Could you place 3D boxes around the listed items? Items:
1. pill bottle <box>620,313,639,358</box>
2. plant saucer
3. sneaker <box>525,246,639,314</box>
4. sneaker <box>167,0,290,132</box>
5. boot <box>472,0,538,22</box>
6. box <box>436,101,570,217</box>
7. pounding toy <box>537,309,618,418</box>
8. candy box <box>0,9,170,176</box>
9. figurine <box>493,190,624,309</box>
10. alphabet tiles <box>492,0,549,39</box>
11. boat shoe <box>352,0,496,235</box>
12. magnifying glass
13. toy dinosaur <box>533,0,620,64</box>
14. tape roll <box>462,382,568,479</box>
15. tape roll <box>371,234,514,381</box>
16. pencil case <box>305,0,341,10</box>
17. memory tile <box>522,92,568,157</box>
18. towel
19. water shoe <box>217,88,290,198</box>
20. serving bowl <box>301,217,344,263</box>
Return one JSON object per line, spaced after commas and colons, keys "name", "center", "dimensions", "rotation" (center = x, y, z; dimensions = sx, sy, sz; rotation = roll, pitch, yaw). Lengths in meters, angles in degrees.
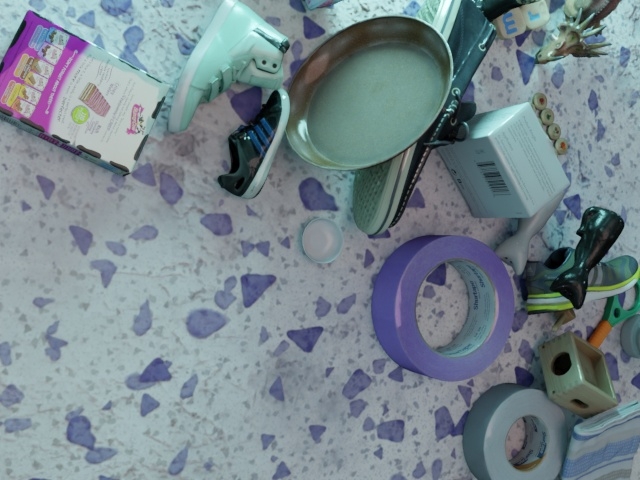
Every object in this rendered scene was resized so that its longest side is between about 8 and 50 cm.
{"name": "pill bottle", "center": [0.772, 0.221, 1.613], "dimensions": [0.121, 0.221, 0.121], "rotation": [0, 90, -26]}
{"name": "plant saucer", "center": [0.082, -0.244, 1.264], "dimensions": [0.050, 0.310, 0.311], "rotation": [41, 71, -52]}
{"name": "sneaker", "center": [0.555, 0.066, 1.575], "dimensions": [0.299, 0.111, 0.121], "rotation": [-14, 92, -27]}
{"name": "sneaker", "center": [-0.144, -0.265, 1.230], "dimensions": [0.151, 0.094, 0.256], "rotation": [28, 76, -10]}
{"name": "boot", "center": [0.393, -0.515, 1.425], "dimensions": [0.085, 0.178, 0.236], "rotation": [41, 75, -20]}
{"name": "box", "center": [0.345, -0.148, 1.428], "dimensions": [0.119, 0.182, 0.181], "rotation": [-36, 105, -19]}
{"name": "pounding toy", "center": [0.506, 0.239, 1.552], "dimensions": [0.181, 0.094, 0.206], "rotation": [31, 40, -29]}
{"name": "candy box", "center": [-0.372, -0.219, 1.144], "dimensions": [0.233, 0.071, 0.159], "rotation": [27, 79, -23]}
{"name": "figurine", "center": [0.468, 0.005, 1.493], "dimensions": [0.214, 0.092, 0.210], "rotation": [29, 70, 9]}
{"name": "alphabet tiles", "center": [0.377, -0.564, 1.529], "dimensions": [0.277, 0.021, 0.284], "rotation": [-26, 101, -24]}
{"name": "boat shoe", "center": [0.197, -0.230, 1.359], "dimensions": [0.155, 0.186, 0.501], "rotation": [26, 74, -17]}
{"name": "magnifying glass", "center": [0.654, 0.168, 1.666], "dimensions": [0.231, 0.026, 0.092], "rotation": [-47, 109, -17]}
{"name": "toy dinosaur", "center": [0.563, -0.485, 1.512], "dimensions": [0.127, 0.296, 0.200], "rotation": [24, 38, 0]}
{"name": "tape roll", "center": [0.399, 0.405, 1.519], "dimensions": [0.219, 0.072, 0.219], "rotation": [0, 89, -25]}
{"name": "tape roll", "center": [0.237, 0.126, 1.430], "dimensions": [0.274, 0.090, 0.275], "rotation": [0, 90, -26]}
{"name": "pencil case", "center": [-0.020, -0.539, 1.283], "dimensions": [0.113, 0.124, 0.273], "rotation": [-29, 103, -23]}
{"name": "memory tile", "center": [0.464, -0.227, 1.578], "dimensions": [0.113, 0.012, 0.148], "rotation": [-36, 106, -21]}
{"name": "towel", "center": [0.591, 0.474, 1.572], "dimensions": [0.209, 0.034, 0.285], "rotation": [-12, 120, -25]}
{"name": "water shoe", "center": [-0.113, -0.174, 1.268], "dimensions": [0.080, 0.073, 0.203], "rotation": [20, 81, -22]}
{"name": "serving bowl", "center": [0.000, 0.000, 1.348], "dimensions": [0.083, 0.027, 0.084], "rotation": [0, 90, -25]}
